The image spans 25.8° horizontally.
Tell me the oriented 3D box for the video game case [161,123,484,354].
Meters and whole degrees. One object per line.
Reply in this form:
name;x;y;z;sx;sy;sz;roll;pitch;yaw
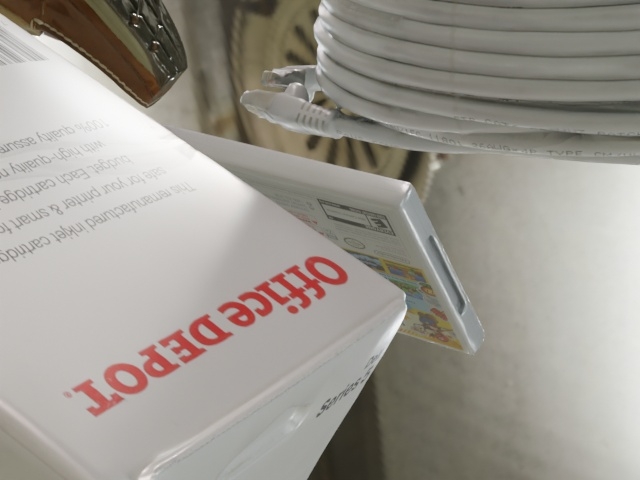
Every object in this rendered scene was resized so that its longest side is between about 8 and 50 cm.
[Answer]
video game case;0.000;0.000;1.074;0.227;0.026;0.206;15;-27;31

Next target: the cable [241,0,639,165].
cable;0.125;-0.104;0.601;0.257;0.257;0.089;14;-63;42

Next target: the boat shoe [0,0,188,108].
boat shoe;-0.251;-0.232;1.167;0.120;0.122;0.324;-42;-87;19

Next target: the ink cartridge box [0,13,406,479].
ink cartridge box;-0.136;0.012;0.489;0.273;0.198;0.114;35;-63;16
